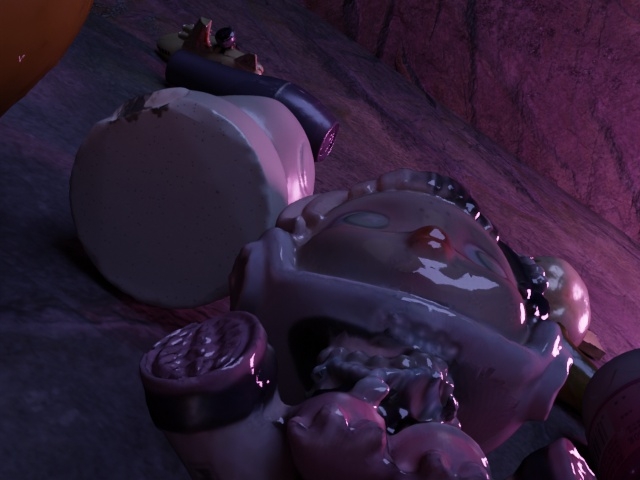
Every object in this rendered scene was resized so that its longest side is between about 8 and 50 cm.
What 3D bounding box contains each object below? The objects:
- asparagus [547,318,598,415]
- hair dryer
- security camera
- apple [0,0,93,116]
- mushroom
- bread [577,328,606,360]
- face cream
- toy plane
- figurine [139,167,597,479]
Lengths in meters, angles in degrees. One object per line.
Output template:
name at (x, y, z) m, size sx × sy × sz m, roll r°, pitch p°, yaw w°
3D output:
asparagus at (0.297, 0.143, 0.929) m, size 0.343 × 0.085 × 0.082 m, roll 46°, pitch 13°, yaw 16°
hair dryer at (-0.158, -0.188, 1.005) m, size 0.301 × 0.121 × 0.361 m, roll 28°, pitch 26°, yaw 11°
security camera at (-0.102, -0.053, 0.662) m, size 0.194 × 0.194 × 0.236 m, roll 34°, pitch 19°, yaw 4°
apple at (-0.341, -0.218, 0.350) m, size 0.473 × 0.473 × 0.473 m, roll 28°, pitch 22°, yaw -12°
mushroom at (0.341, 0.101, 1.040) m, size 0.154 × 0.122 × 0.154 m, roll 16°, pitch 68°, yaw -46°
bread at (0.409, 0.146, 1.145) m, size 0.154 × 0.028 × 0.068 m, roll 29°, pitch 22°, yaw -11°
face cream at (0.386, 0.230, 0.733) m, size 0.175 × 0.175 × 0.195 m, roll 31°, pitch 23°, yaw -4°
toy plane at (-0.195, -0.334, 1.225) m, size 0.244 × 0.092 × 0.229 m, roll 29°, pitch -14°, yaw 25°
figurine at (0.032, 0.084, 0.467) m, size 0.253 × 0.211 × 0.361 m, roll 34°, pitch 29°, yaw -6°
